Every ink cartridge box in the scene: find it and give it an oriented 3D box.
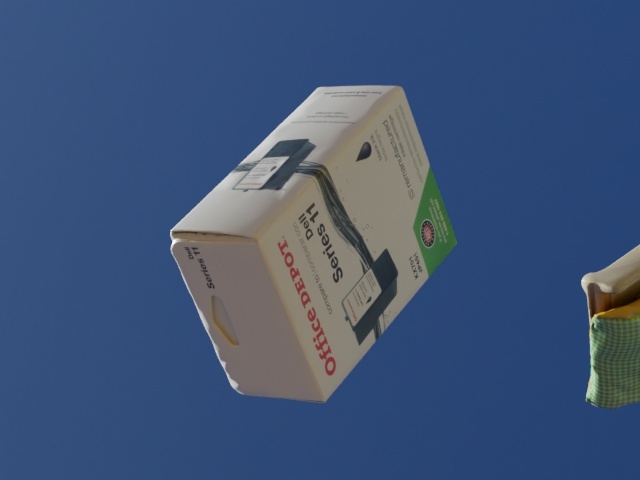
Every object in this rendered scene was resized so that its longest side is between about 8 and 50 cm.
[{"bbox_3d":[0.000,0.000,1.195,0.208,0.087,0.153,-48,-52,-39],"label":"ink cartridge box"}]

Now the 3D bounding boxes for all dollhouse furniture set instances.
[{"bbox_3d":[0.405,0.058,1.501,0.301,0.197,0.151,-33,-132,-17],"label":"dollhouse furniture set"}]
